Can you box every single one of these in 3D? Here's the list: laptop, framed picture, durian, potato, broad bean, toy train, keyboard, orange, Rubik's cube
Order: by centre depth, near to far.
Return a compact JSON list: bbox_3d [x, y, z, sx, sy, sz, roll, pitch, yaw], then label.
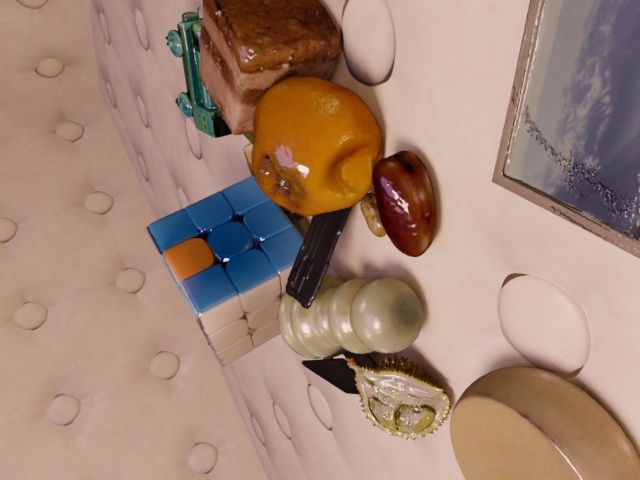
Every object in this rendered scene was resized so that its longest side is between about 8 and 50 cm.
[{"bbox_3d":[0.289,-0.155,0.480,0.247,0.022,0.335,43,144,44],"label":"framed picture"},{"bbox_3d":[0.131,-0.052,0.798,0.114,0.084,0.165,-121,16,-58],"label":"broad bean"},{"bbox_3d":[-0.027,-0.149,0.860,0.248,0.183,0.249,29,143,25],"label":"orange"},{"bbox_3d":[0.099,-0.046,0.907,0.051,0.040,0.083,139,110,-73],"label":"potato"},{"bbox_3d":[0.136,0.284,0.958,0.208,0.102,0.147,30,106,11],"label":"durian"},{"bbox_3d":[0.000,0.000,1.002,0.106,0.016,0.263,30,100,52],"label":"keyboard"},{"bbox_3d":[0.050,0.288,1.075,0.135,0.016,0.197,38,155,-13],"label":"laptop"},{"bbox_3d":[-0.201,0.075,1.242,0.290,0.291,0.291,51,161,29],"label":"Rubik's cube"},{"bbox_3d":[-0.299,-0.428,1.327,0.194,0.120,0.298,33,137,40],"label":"toy train"}]

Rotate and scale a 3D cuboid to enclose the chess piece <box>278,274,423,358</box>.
[{"bbox_3d":[0.063,0.148,0.992,0.330,0.182,0.183,-15,95,59],"label":"chess piece"}]

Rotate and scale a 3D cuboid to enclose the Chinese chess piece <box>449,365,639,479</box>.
[{"bbox_3d":[0.301,0.306,0.703,0.273,0.102,0.274,40,142,42],"label":"Chinese chess piece"}]

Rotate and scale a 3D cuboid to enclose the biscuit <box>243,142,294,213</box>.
[{"bbox_3d":[-0.094,-0.163,1.197,0.309,0.040,0.205,-2,107,64],"label":"biscuit"}]

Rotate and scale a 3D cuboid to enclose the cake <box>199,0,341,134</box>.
[{"bbox_3d":[-0.111,-0.314,0.940,0.199,0.196,0.293,58,151,18],"label":"cake"}]

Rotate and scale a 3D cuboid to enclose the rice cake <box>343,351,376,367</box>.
[{"bbox_3d":[0.107,0.288,1.123,0.270,0.055,0.049,48,-173,37],"label":"rice cake"}]

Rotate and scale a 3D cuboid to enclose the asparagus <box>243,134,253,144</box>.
[{"bbox_3d":[-0.111,-0.197,1.113,0.178,0.041,0.045,49,171,30],"label":"asparagus"}]
